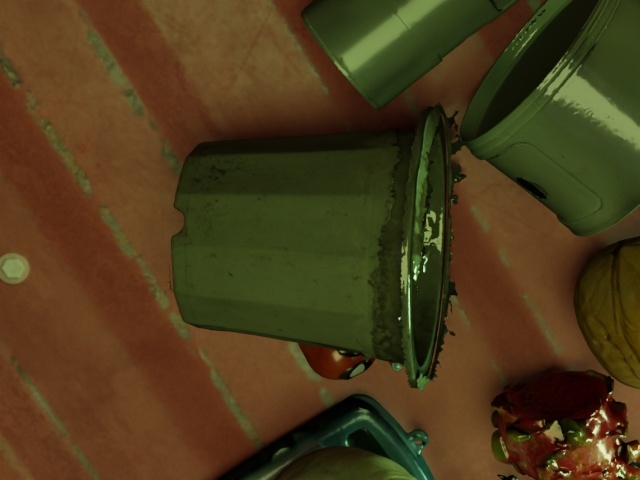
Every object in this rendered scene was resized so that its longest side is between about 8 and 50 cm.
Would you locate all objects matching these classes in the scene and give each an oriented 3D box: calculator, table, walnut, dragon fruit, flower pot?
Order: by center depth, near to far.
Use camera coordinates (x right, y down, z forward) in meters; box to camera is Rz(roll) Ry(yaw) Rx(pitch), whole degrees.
[{"bbox_3d":[0.104,-0.242,1.656,0.220,0.126,0.126,-38,104,10],"label":"table"},{"bbox_3d":[0.000,0.000,1.681,0.259,0.290,0.290,2,108,12],"label":"flower pot"},{"bbox_3d":[0.338,0.077,1.759,0.144,0.144,0.180,-36,112,10],"label":"walnut"},{"bbox_3d":[0.270,0.209,1.800,0.208,0.133,0.150,34,109,-29],"label":"dragon fruit"},{"bbox_3d":[-0.005,0.290,1.863,0.293,0.051,0.173,-33,105,9],"label":"calculator"}]

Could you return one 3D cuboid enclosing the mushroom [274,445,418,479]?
[{"bbox_3d":[0.050,0.336,1.763,0.260,0.234,0.253,-21,77,43],"label":"mushroom"}]

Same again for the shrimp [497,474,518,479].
[{"bbox_3d":[0.321,0.309,1.881,0.198,0.051,0.262,-39,107,4],"label":"shrimp"}]

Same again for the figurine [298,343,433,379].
[{"bbox_3d":[0.047,0.108,1.791,0.140,0.075,0.068,-2,111,-13],"label":"figurine"}]

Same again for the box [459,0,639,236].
[{"bbox_3d":[0.260,-0.137,1.639,0.149,0.226,0.226,37,104,-11],"label":"box"}]
